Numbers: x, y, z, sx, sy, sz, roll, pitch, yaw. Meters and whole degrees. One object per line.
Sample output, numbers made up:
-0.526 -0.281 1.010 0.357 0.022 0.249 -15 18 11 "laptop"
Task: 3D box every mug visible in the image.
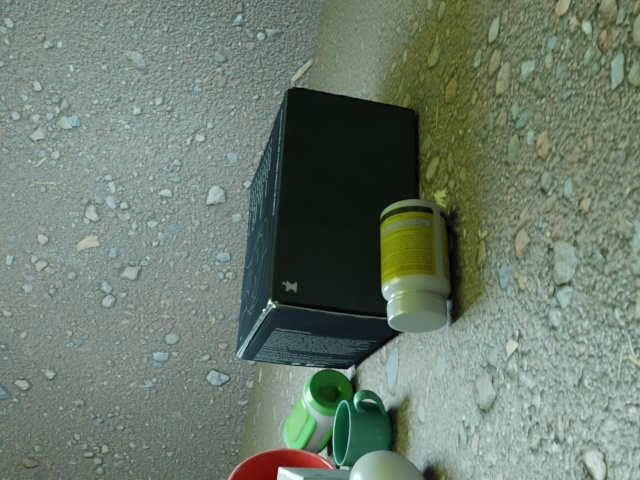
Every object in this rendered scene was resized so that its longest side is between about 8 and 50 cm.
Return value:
0.091 0.381 1.459 0.157 0.098 0.129 117 158 -57 "mug"

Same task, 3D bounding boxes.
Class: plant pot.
-0.085 0.684 1.775 0.275 0.275 0.243 -111 19 -66 "plant pot"

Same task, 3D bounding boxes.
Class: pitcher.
0.131 0.455 1.212 0.207 0.126 0.177 -158 60 -67 "pitcher"

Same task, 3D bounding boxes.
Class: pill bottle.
0.163 0.045 1.267 0.119 0.119 0.208 118 157 -59 "pill bottle"

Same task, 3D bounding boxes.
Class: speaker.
-0.010 0.439 1.841 0.296 0.131 0.131 111 162 -49 "speaker"

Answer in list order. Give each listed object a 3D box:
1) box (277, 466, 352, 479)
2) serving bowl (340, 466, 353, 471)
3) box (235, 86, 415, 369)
0.009 0.528 1.523 0.130 0.171 0.090 -15 68 64 "box"
0.065 0.540 1.658 0.083 0.027 0.083 -173 90 -78 "serving bowl"
0.000 0.000 1.642 0.471 0.298 0.479 121 155 -66 "box"
